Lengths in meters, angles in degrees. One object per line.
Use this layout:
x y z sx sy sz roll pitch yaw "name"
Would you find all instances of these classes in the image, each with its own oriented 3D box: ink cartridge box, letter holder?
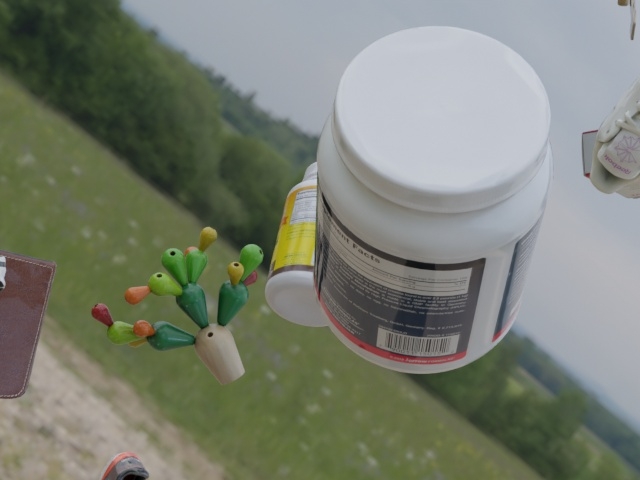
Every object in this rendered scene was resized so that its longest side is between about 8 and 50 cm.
0.486 -0.121 2.288 0.127 0.072 0.175 -10 -14 31 "ink cartridge box"
-0.557 0.100 2.141 0.301 0.214 0.152 15 -6 -29 "letter holder"

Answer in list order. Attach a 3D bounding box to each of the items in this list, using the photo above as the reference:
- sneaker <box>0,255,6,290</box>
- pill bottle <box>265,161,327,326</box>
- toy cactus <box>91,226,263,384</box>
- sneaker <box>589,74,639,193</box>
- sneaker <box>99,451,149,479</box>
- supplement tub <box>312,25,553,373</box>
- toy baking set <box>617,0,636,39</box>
-0.393 0.016 1.673 0.109 0.040 0.044 37 38 -30 "sneaker"
0.000 0.000 2.044 0.117 0.215 0.117 8 -35 6 "pill bottle"
-0.156 0.095 1.879 0.181 0.219 0.112 62 -21 -8 "toy cactus"
0.412 -0.148 1.803 0.114 0.152 0.305 36 -26 5 "sneaker"
-0.262 0.338 1.869 0.061 0.158 0.065 29 -4 -36 "sneaker"
0.090 -0.028 1.276 0.191 0.191 0.272 40 -27 22 "supplement tub"
0.440 -0.409 2.158 0.030 0.256 0.197 6 3 7 "toy baking set"
